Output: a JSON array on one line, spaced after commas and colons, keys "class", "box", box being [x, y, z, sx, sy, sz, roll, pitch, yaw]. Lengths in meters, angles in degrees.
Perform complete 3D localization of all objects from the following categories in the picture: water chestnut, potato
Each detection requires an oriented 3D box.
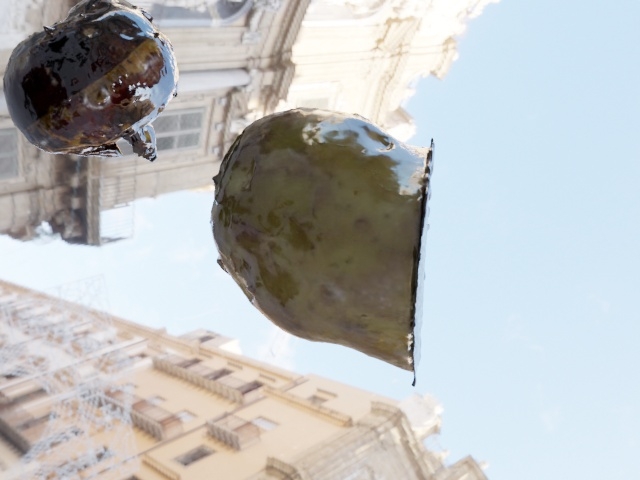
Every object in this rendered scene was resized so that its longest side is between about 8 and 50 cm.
[{"class": "water chestnut", "box": [-0.354, -0.246, 1.113, 0.300, 0.300, 0.300, 19, -64, 44]}, {"class": "potato", "box": [0.000, 0.000, 0.743, 0.237, 0.301, 0.288, 4, -80, 10]}]
